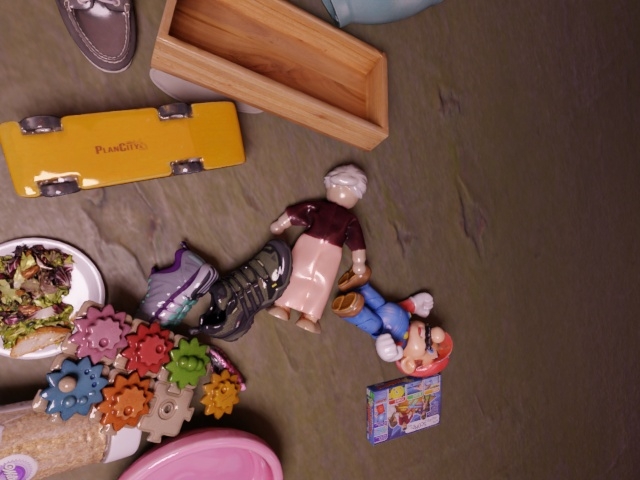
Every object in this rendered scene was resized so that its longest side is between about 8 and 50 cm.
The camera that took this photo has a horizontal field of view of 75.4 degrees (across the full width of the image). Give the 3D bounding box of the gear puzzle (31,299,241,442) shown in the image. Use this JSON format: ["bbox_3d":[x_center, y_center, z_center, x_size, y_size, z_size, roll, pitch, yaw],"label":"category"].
[{"bbox_3d":[-0.255,0.235,0.674,0.339,0.044,0.176,37,61,-41],"label":"gear puzzle"}]

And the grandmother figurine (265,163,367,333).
[{"bbox_3d":[0.000,0.000,0.839,0.207,0.104,0.343,25,83,-11],"label":"grandmother figurine"}]

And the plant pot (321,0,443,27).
[{"bbox_3d":[0.073,-0.510,0.727,0.196,0.293,0.293,-30,110,9],"label":"plant pot"}]

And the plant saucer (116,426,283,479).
[{"bbox_3d":[-0.234,0.473,0.763,0.331,0.084,0.333,-11,116,-23],"label":"plant saucer"}]

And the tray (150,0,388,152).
[{"bbox_3d":[-0.065,-0.321,0.740,0.410,0.076,0.203,14,65,-25],"label":"tray"}]

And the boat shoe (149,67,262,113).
[{"bbox_3d":[-0.193,-0.283,0.738,0.205,0.075,0.065,7,62,-24],"label":"boat shoe"}]

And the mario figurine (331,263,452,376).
[{"bbox_3d":[0.187,0.179,0.910,0.320,0.170,0.198,40,78,-22],"label":"mario figurine"}]

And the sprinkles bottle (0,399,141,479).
[{"bbox_3d":[-0.456,0.298,0.597,0.355,0.121,0.121,2,96,-42],"label":"sprinkles bottle"}]

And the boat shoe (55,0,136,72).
[{"bbox_3d":[-0.350,-0.435,0.616,0.112,0.095,0.336,-11,101,-24],"label":"boat shoe"}]

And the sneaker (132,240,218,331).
[{"bbox_3d":[-0.289,0.109,0.743,0.098,0.083,0.224,43,84,10],"label":"sneaker"}]

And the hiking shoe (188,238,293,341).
[{"bbox_3d":[-0.138,0.091,0.747,0.227,0.086,0.114,-55,152,5],"label":"hiking shoe"}]

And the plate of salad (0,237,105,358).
[{"bbox_3d":[-0.457,0.096,0.661,0.199,0.048,0.200,-3,98,-24],"label":"plate of salad"}]

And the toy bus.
[{"bbox_3d":[-0.293,-0.148,0.661,0.332,0.130,0.108,-15,103,-23],"label":"toy bus"}]

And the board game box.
[{"bbox_3d":[0.208,0.408,1.020,0.201,0.035,0.136,-4,98,-25],"label":"board game box"}]

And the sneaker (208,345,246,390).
[{"bbox_3d":[-0.197,0.261,0.810,0.057,0.047,0.119,-32,108,-6],"label":"sneaker"}]
